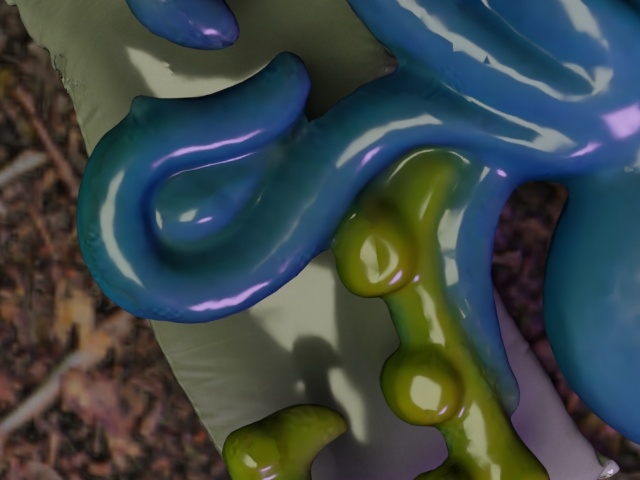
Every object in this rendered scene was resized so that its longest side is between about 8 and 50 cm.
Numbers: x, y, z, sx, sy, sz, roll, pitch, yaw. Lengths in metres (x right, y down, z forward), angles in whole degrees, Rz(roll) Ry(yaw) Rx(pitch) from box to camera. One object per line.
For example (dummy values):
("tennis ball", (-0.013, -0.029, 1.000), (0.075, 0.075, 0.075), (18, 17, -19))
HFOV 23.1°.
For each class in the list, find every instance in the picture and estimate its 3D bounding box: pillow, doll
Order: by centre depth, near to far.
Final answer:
("doll", (0.093, -0.042, 0.512), (0.346, 0.099, 0.341), (-33, 93, -2))
("pillow", (0.001, -0.001, 0.568), (0.144, 0.078, 0.254), (-22, 97, 5))
